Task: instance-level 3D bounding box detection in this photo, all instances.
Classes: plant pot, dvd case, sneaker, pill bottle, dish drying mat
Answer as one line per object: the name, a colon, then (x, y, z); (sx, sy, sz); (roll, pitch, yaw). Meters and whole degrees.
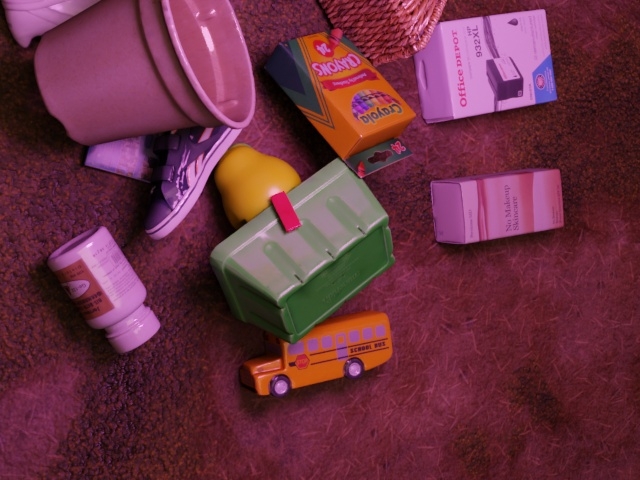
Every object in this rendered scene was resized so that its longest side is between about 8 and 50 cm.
plant pot: (-0.326, -0.316, 1.566); (0.305, 0.334, 0.334); (-16, 103, 16)
dvd case: (-0.339, -0.208, 1.774); (0.253, 0.022, 0.180); (15, 85, -26)
sneaker: (-0.456, -0.445, 1.665); (0.297, 0.111, 0.129); (-10, 126, -15)
pill bottle: (-0.414, 0.099, 1.692); (0.131, 0.131, 0.229); (-36, 107, -20)
dish drying mat: (-0.067, -0.056, 1.689); (0.032, 0.008, 0.083); (-22, 69, -11)
sneaker: (-0.281, -0.158, 1.725); (0.127, 0.126, 0.321); (40, 64, -26)

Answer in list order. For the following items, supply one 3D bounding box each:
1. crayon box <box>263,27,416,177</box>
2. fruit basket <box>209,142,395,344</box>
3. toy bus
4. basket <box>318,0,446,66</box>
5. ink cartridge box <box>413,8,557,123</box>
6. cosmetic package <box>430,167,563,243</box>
crayon box: (0.059, -0.292, 1.815); (0.318, 0.081, 0.202); (50, 43, 11)
fruit basket: (-0.077, -0.027, 1.807); (0.392, 0.392, 0.283); (-39, 145, -19)
toy bus: (-0.010, 0.247, 1.910); (0.332, 0.108, 0.130); (-9, 96, -25)
basket: (0.163, -0.516, 1.850); (0.213, 0.299, 0.223); (-35, 104, -22)
ink cartridge box: (0.388, -0.412, 2.058); (0.307, 0.129, 0.223); (-13, 99, -25)
cosmetic package: (0.426, -0.086, 2.094); (0.296, 0.129, 0.153); (-10, 98, -25)
